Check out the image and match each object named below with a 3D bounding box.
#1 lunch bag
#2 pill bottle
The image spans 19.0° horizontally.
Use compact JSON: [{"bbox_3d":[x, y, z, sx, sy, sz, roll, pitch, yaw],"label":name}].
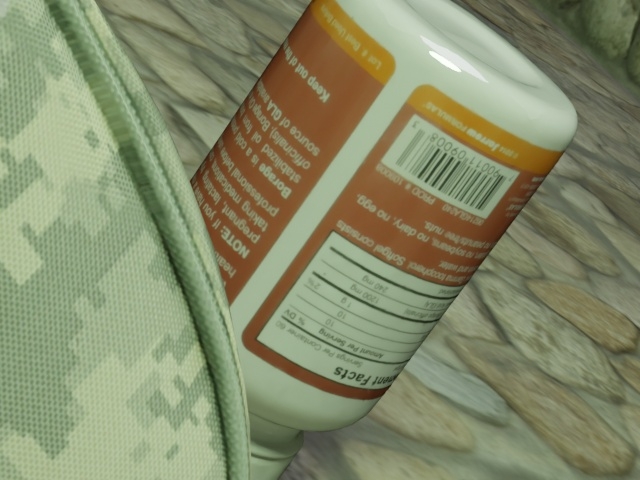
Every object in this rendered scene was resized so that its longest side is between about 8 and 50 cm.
[{"bbox_3d":[-0.155,-0.014,0.460,0.256,0.212,0.305,53,-12,-22],"label":"lunch bag"},{"bbox_3d":[0.000,0.000,0.805,0.121,0.216,0.121,33,17,-11],"label":"pill bottle"}]
